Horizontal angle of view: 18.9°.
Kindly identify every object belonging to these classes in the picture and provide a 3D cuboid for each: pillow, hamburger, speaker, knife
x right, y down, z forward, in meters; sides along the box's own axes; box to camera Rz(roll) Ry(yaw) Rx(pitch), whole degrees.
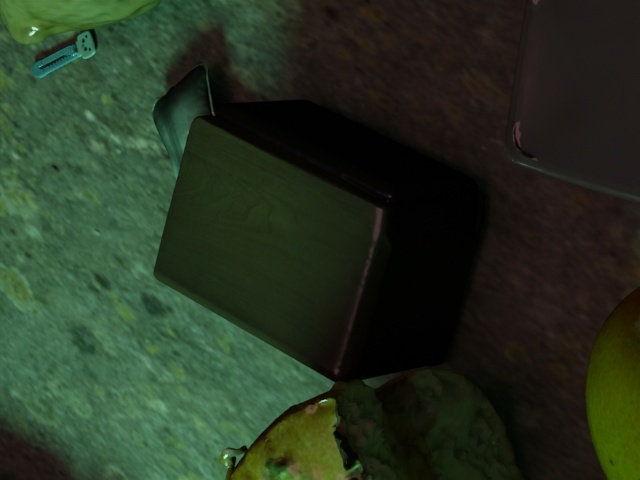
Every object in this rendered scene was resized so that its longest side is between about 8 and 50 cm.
[{"bbox_3d":[-0.117,-0.092,1.809,0.091,0.055,0.136,122,129,-65],"label":"pillow"},{"bbox_3d":[0.024,0.322,1.600,0.287,0.268,0.446,-5,96,38],"label":"hamburger"},{"bbox_3d":[0.000,0.000,1.660,0.231,0.153,0.193,27,111,34],"label":"speaker"},{"bbox_3d":[-0.262,-0.187,1.951,0.096,0.010,0.027,-21,81,39],"label":"knife"}]

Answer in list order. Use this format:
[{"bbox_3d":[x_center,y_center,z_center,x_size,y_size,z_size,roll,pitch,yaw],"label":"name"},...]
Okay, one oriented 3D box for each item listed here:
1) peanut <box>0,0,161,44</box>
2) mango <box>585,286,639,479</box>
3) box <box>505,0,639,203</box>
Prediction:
[{"bbox_3d":[-0.185,-0.317,1.771,0.387,0.169,0.192,-39,65,36],"label":"peanut"},{"bbox_3d":[0.314,0.172,1.412,0.211,0.173,0.317,-22,87,39],"label":"mango"},{"bbox_3d":[0.285,-0.110,1.406,0.294,0.167,0.193,16,103,37],"label":"box"}]
